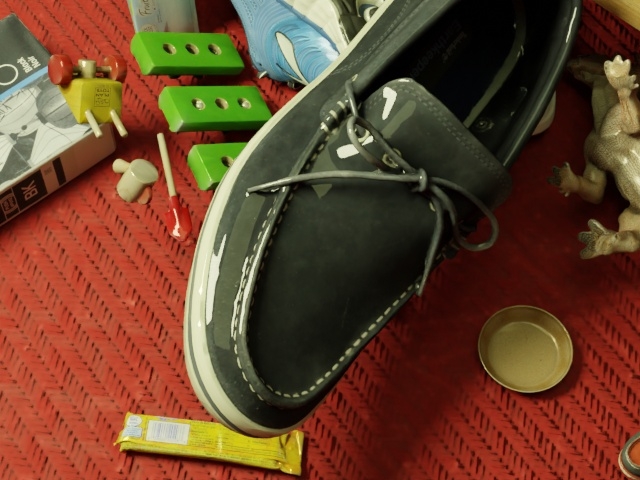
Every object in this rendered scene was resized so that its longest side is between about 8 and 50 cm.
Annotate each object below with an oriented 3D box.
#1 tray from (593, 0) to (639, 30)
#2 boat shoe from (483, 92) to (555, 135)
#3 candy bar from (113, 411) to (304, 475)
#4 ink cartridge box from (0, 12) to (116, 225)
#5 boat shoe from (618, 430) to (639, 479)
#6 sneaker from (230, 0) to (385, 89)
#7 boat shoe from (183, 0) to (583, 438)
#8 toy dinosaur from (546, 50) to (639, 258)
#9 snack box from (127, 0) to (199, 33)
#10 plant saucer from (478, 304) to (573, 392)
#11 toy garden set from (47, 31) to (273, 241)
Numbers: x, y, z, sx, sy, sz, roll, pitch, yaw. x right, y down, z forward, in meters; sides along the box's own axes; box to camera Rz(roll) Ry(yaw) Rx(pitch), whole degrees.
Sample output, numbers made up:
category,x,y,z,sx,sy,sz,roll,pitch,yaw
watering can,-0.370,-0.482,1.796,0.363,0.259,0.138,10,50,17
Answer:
category,x,y,z,sx,sy,sz,roll,pitch,yaw
tray,0.250,-0.299,1.282,0.411,0.076,0.203,34,29,4
boat shoe,0.165,-0.231,1.332,0.098,0.096,0.277,-11,62,-6
candy bar,-0.094,0.171,1.158,0.161,0.018,0.040,6,58,3
ink cartridge box,-0.371,-0.062,1.255,0.333,0.065,0.165,-37,69,-17
boat shoe,0.318,0.166,1.154,0.137,0.043,0.049,-15,65,-7
sneaker,0.018,-0.192,1.301,0.130,0.147,0.330,-39,87,-30
boat shoe,0.059,-0.060,1.114,0.187,0.156,0.500,46,65,-25
toy dinosaur,0.317,-0.066,1.243,0.200,0.127,0.295,-14,76,-48
snack box,-0.175,-0.323,1.333,0.070,0.174,0.207,-14,62,-7
plant saucer,0.180,0.098,1.203,0.083,0.015,0.083,0,63,-1
toy garden set,-0.126,-0.082,1.242,0.204,0.049,0.244,-6,59,-40
